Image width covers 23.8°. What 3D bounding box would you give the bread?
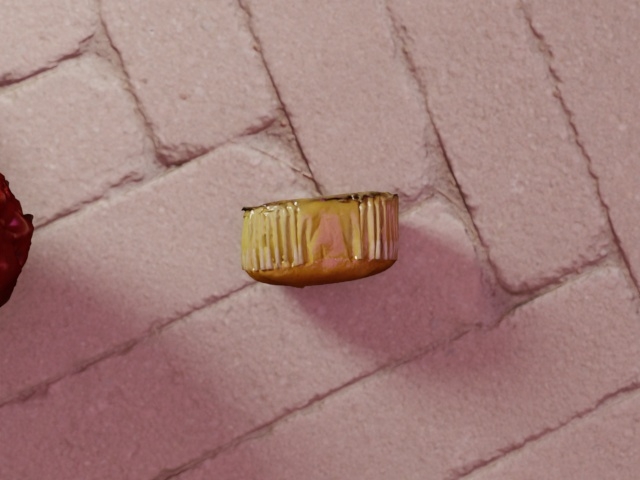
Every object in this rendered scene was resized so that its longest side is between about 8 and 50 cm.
[{"bbox_3d":[0.000,0.000,1.817,0.190,0.132,0.114,-1,90,-7],"label":"bread"}]

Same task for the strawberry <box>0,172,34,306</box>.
[{"bbox_3d":[-0.504,0.017,1.594,0.345,0.317,0.295,0,80,-50],"label":"strawberry"}]
